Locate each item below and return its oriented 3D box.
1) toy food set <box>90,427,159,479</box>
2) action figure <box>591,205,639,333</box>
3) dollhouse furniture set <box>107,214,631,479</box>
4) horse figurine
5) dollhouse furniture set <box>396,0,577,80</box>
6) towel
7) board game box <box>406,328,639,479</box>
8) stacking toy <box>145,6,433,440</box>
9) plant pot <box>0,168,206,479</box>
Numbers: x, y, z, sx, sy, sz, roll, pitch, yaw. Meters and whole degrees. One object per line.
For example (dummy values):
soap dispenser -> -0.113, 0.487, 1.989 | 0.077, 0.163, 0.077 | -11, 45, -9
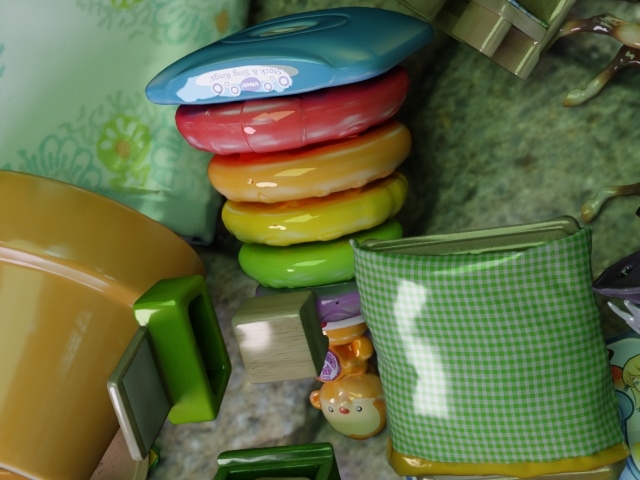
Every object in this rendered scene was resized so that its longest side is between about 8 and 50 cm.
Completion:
toy food set -> -0.164, 0.167, 1.427 | 0.082, 0.020, 0.083 | 42, 97, 21
action figure -> 0.303, 0.091, 1.198 | 0.285, 0.099, 0.185 | 45, 66, -9
dollhouse furniture set -> 0.034, 0.117, 1.210 | 0.302, 0.151, 0.197 | -7, 115, 18
horse figurine -> 0.247, -0.083, 1.290 | 0.174, 0.066, 0.263 | -15, 80, 25
dollhouse furniture set -> 0.059, -0.258, 1.310 | 0.161, 0.212, 0.242 | -57, 40, 6
towel -> -0.232, -0.163, 1.468 | 0.375, 0.090, 0.320 | 4, 84, 21
board game box -> 0.161, 0.153, 1.300 | 0.201, 0.035, 0.136 | -23, 75, 16
stacking toy -> 0.000, 0.000, 1.319 | 0.175, 0.166, 0.301 | -4, 105, 22
plant pot -> -0.205, 0.078, 1.333 | 0.205, 0.205, 0.188 | 9, 68, 21
